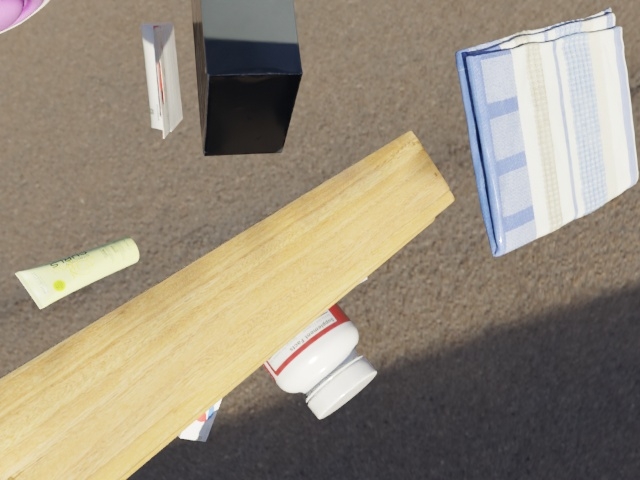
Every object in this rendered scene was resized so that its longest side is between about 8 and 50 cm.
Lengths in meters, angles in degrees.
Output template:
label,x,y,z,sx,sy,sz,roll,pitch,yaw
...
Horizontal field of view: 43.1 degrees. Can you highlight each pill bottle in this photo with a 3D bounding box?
label,x,y,z,sx,sy,sz,roll,pitch,yaw
pill bottle,-0.060,0.204,1.902,0.229,0.229,0.408,-36,75,-13

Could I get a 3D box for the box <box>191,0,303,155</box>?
label,x,y,z,sx,sy,sz,roll,pitch,yaw
box,-0.091,-0.251,0.905,0.103,0.184,0.261,-4,71,-8

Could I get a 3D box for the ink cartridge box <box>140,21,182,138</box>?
label,x,y,z,sx,sy,sz,roll,pitch,yaw
ink cartridge box,-0.282,-0.278,1.390,0.056,0.181,0.225,-2,17,1

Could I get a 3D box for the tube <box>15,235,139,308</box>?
label,x,y,z,sx,sy,sz,roll,pitch,yaw
tube,-0.478,0.058,1.626,0.070,0.062,0.240,12,28,43

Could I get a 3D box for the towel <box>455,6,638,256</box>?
label,x,y,z,sx,sy,sz,roll,pitch,yaw
towel,0.247,-0.121,0.849,0.285,0.209,0.034,-23,16,-39

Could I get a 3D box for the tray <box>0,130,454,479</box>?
label,x,y,z,sx,sy,sz,roll,pitch,yaw
tray,-0.084,0.059,0.541,0.411,0.203,0.076,-34,91,-49

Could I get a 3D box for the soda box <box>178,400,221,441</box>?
label,x,y,z,sx,sy,sz,roll,pitch,yaw
soda box,-0.268,0.344,1.848,0.069,0.074,0.216,21,90,53

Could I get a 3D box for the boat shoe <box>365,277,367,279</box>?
label,x,y,z,sx,sy,sz,roll,pitch,yaw
boat shoe,0.000,0.000,0.977,0.076,0.080,0.228,-22,27,2

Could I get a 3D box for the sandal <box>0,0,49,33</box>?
label,x,y,z,sx,sy,sz,roll,pitch,yaw
sandal,-0.403,-0.132,0.683,0.416,0.169,0.102,-34,97,-23
